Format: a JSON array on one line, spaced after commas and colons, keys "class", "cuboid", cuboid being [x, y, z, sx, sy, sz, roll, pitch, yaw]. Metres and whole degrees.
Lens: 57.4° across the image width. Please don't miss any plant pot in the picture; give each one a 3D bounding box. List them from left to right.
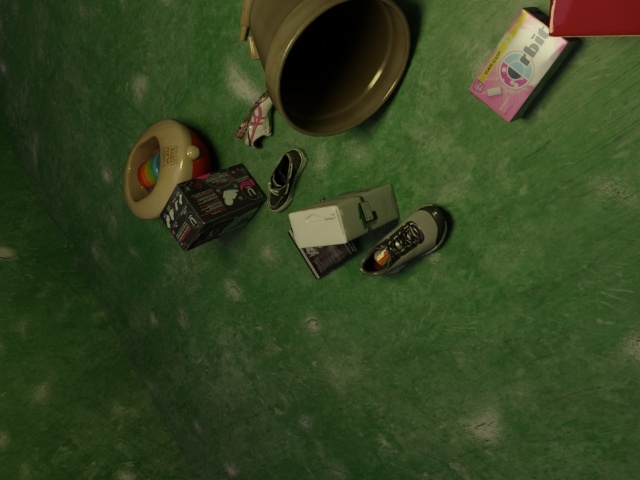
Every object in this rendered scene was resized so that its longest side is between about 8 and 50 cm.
[{"class": "plant pot", "cuboid": [-0.012, -0.439, 1.274, 0.280, 0.323, 0.323, 55, 137, 34]}]

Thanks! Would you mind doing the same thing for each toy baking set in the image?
[{"class": "toy baking set", "cuboid": [-0.124, -0.574, 1.484, 0.196, 0.030, 0.256, 32, 127, 25]}]

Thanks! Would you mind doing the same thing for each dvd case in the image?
[{"class": "dvd case", "cuboid": [0.000, 0.000, 1.599, 0.165, 0.018, 0.221, 58, 144, 7]}]

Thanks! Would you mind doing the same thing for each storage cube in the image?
[{"class": "storage cube", "cuboid": [0.452, -0.412, 0.877, 0.214, 0.184, 0.193, 6, 114, 18]}]

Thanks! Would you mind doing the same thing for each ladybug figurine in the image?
[{"class": "ladybug figurine", "cuboid": [-0.473, -0.214, 1.827, 0.449, 0.161, 0.305, -8, 79, 51]}]

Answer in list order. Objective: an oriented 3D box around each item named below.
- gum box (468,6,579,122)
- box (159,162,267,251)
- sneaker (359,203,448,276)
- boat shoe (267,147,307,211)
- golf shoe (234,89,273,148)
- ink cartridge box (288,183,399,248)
[{"class": "gum box", "cuboid": [0.376, -0.325, 1.103, 0.107, 0.062, 0.188, 46, 132, 19]}, {"class": "box", "cuboid": [-0.309, -0.096, 1.700, 0.142, 0.247, 0.163, 54, 135, 10]}, {"class": "sneaker", "cuboid": [0.195, 0.013, 1.386, 0.100, 0.108, 0.271, 56, 133, 11]}, {"class": "boat shoe", "cuboid": [-0.111, -0.162, 1.615, 0.078, 0.070, 0.219, 43, 132, 20]}, {"class": "golf shoe", "cuboid": [-0.159, -0.332, 1.602, 0.086, 0.068, 0.186, 35, 133, -8]}, {"class": "ink cartridge box", "cuboid": [0.057, -0.058, 1.399, 0.160, 0.219, 0.093, -7, 103, 44]}]
